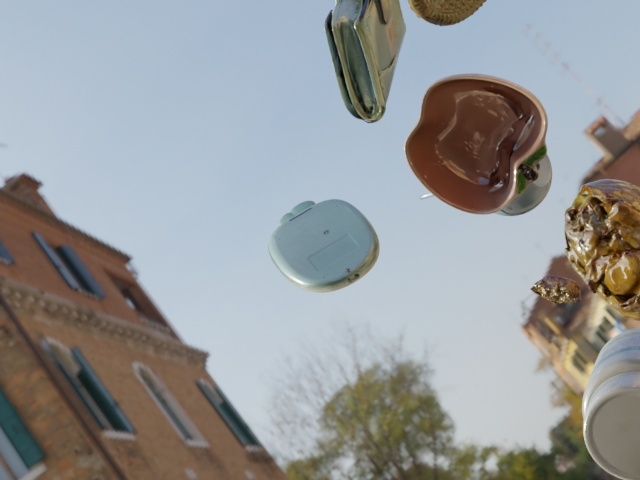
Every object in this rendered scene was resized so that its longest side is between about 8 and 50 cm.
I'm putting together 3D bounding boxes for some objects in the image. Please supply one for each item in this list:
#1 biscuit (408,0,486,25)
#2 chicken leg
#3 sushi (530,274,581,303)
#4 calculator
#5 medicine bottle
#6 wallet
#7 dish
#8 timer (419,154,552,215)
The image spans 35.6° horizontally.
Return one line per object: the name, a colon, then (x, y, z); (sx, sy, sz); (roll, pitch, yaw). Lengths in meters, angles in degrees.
biscuit: (0.290, -0.598, 2.188); (0.259, 0.079, 0.259); (-16, -53, -23)
chicken leg: (0.560, 0.089, 1.690); (0.182, 0.409, 0.295); (-34, 6, 20)
sushi: (0.500, 0.108, 2.102); (0.118, 0.061, 0.060); (-1, 50, 54)
calculator: (0.000, 0.000, 1.792); (0.184, 0.295, 0.042); (-31, -56, -8)
medicine bottle: (0.600, 0.303, 1.865); (0.208, 0.208, 0.340); (-48, -9, 23)
wallet: (0.076, -0.317, 1.520); (0.250, 0.075, 0.176); (-72, -30, -50)
dish: (0.233, -0.152, 1.462); (0.213, 0.213, 0.090); (-49, 4, 26)
timer: (0.325, -0.135, 1.914); (0.175, 0.255, 0.175); (-13, -69, -37)
